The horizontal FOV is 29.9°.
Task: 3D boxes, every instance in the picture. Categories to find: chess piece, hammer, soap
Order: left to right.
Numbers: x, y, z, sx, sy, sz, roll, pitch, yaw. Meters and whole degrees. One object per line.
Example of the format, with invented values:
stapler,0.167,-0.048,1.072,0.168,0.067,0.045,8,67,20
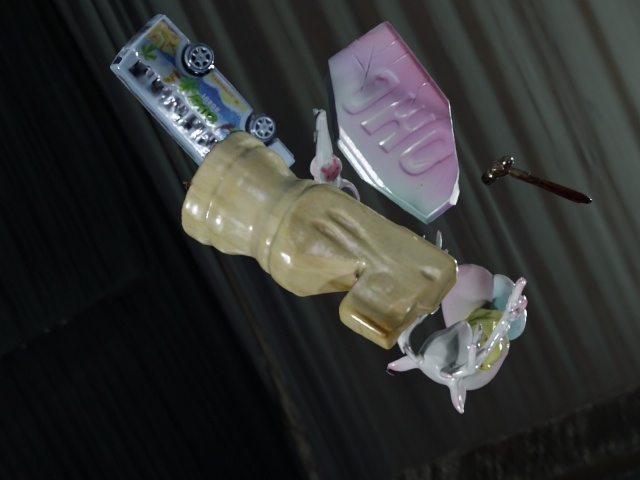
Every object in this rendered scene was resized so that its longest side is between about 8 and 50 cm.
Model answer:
chess piece,0.000,0.000,1.311,0.137,0.301,0.137,-47,154,-32
soap,0.132,-0.191,2.074,0.193,0.324,0.109,-35,174,-4
hammer,0.317,-0.081,1.731,0.178,0.021,0.065,16,147,-26

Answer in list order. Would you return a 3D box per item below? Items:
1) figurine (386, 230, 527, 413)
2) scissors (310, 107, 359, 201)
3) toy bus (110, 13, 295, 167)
figurine,0.219,0.120,1.903,0.206,0.284,0.316,21,-157,14
scissors,0.012,-0.127,2.127,0.118,0.242,0.030,-26,-141,-25
toy bus,-0.193,-0.216,1.984,0.136,0.329,0.109,-46,-161,-11
